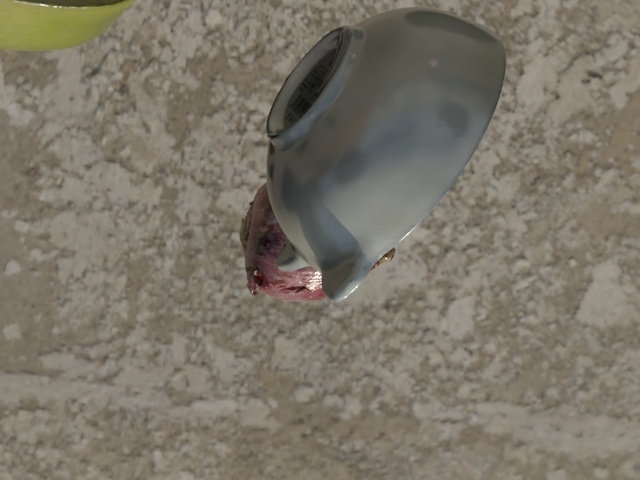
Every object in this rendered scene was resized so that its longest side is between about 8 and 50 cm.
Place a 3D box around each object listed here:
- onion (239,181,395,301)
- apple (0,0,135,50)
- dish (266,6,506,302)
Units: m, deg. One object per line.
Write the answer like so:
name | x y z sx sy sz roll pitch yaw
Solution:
onion | 0.000 0.000 1.223 0.194 0.159 0.160 7 123 -9
apple | -0.313 -0.348 1.005 0.360 0.311 0.320 32 94 -11
dish | 0.014 -0.078 0.692 0.086 0.236 0.228 34 126 -21
